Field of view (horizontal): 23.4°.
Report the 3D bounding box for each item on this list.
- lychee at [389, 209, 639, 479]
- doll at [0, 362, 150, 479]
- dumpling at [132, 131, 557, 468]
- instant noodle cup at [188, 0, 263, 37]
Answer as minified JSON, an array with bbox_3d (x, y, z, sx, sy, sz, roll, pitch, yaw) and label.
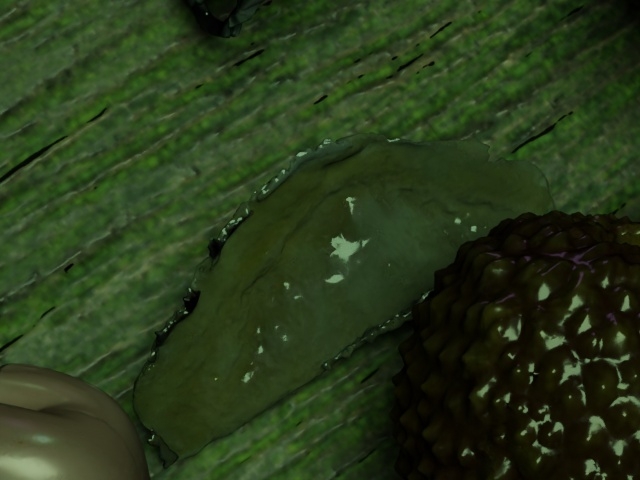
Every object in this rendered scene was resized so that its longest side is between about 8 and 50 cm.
[{"bbox_3d":[0.166,0.113,0.963,0.268,0.267,0.267,3,76,-11],"label":"lychee"},{"bbox_3d":[-0.082,0.205,0.883,0.268,0.284,0.216,10,108,8],"label":"doll"},{"bbox_3d":[-0.001,0.002,1.030,0.332,0.086,0.166,-31,117,-17],"label":"dumpling"},{"bbox_3d":[-0.011,-0.301,1.032,0.182,0.302,0.258,-18,38,-29],"label":"instant noodle cup"}]
